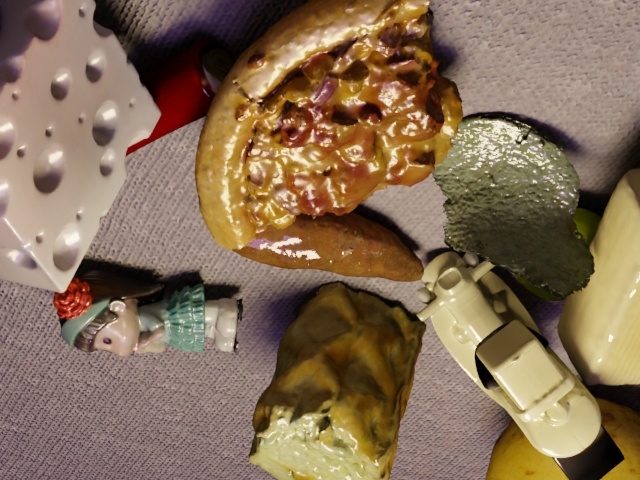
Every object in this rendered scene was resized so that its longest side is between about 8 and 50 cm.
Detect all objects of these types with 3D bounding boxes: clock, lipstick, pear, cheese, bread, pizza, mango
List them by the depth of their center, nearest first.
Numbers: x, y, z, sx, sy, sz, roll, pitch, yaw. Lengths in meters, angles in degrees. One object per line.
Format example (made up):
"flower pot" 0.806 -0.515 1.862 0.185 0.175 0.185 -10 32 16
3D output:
"pizza" 0.015 -0.126 1.728 0.278 0.114 0.409 21 130 -35
"lipstick" -0.194 -0.144 1.805 0.241 0.080 0.080 -23 137 36
"cheese" 0.425 0.038 1.880 0.242 0.124 0.265 0 136 -16
"mango" 0.287 0.020 1.973 0.117 0.089 0.163 4 149 -15
"clock" 0.242 0.151 2.019 0.120 0.379 0.276 -38 113 -1
"bread" 0.026 0.204 2.154 0.238 0.252 0.196 34 141 -28
"pear" 0.371 0.350 2.312 0.281 0.280 0.280 3 146 2

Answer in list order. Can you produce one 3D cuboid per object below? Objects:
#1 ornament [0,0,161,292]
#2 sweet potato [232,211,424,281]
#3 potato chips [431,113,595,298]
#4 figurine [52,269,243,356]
"ornament" -0.349 -0.124 1.655 0.239 0.240 0.240 12 151 26
"sweet potato" 0.001 0.000 1.982 0.292 0.097 0.097 16 145 -17
"potato chips" 0.215 -0.035 1.835 0.167 0.228 0.059 -18 173 2
"figurine" -0.226 0.095 2.146 0.245 0.110 0.138 3 145 -6
